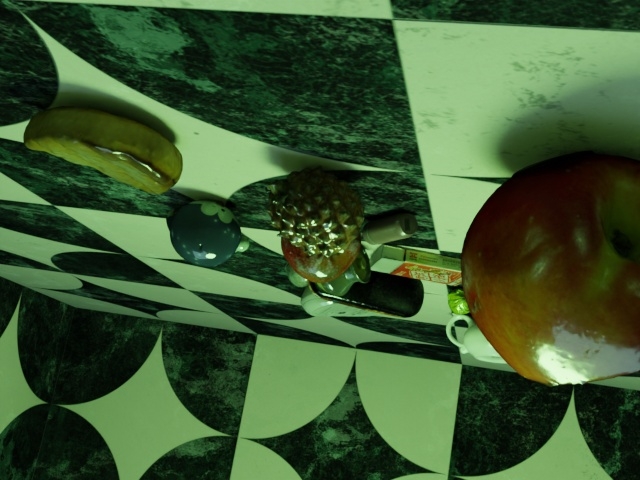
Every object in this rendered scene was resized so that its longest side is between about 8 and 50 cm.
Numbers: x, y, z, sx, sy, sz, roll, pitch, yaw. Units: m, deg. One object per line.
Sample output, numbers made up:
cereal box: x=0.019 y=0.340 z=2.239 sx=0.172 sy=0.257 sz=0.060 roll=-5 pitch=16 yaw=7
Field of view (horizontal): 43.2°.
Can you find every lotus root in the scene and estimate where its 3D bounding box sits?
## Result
lotus root: x=-0.050 y=0.081 z=2.139 sx=0.088 sy=0.088 sz=0.165 roll=14 pitch=167 yaw=-15

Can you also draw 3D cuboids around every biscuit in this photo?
biscuit: x=-0.354 y=-0.161 z=1.402 sx=0.213 sy=0.091 sz=0.274 roll=1 pitch=162 yaw=42

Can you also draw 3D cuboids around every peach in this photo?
peach: x=0.381 y=0.028 z=1.189 sx=0.335 sy=0.310 sz=0.406 roll=-26 pitch=-177 yaw=-10

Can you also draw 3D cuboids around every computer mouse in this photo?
computer mouse: x=0.087 y=0.138 z=2.208 sx=0.296 sy=0.121 sz=0.184 roll=-2 pitch=158 yaw=-22

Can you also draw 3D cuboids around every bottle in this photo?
bottle: x=0.141 y=-0.023 z=1.669 sx=0.053 sy=0.053 sz=0.140 roll=18 pitch=163 yaw=-27

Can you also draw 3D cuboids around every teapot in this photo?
teapot: x=0.044 y=0.053 z=1.937 sx=0.119 sy=0.130 sz=0.166 roll=-14 pitch=124 yaw=27
teapot: x=0.536 y=0.301 z=2.502 sx=0.298 sy=0.139 sz=0.204 roll=4 pitch=167 yaw=14

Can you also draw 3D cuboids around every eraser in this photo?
eraser: x=0.243 y=0.062 z=1.966 sx=0.230 sy=0.038 sz=0.157 roll=11 pitch=166 yaw=-6

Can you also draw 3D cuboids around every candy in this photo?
candy: x=0.401 y=0.170 z=2.124 sx=0.077 sy=0.073 sz=0.262 roll=-4 pitch=-177 yaw=-9

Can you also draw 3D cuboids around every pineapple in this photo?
pineapple: x=-0.022 y=-0.060 z=1.454 sx=0.193 sy=0.166 sz=0.166 roll=31 pitch=156 yaw=-34

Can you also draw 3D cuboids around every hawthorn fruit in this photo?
hawthorn fruit: x=0.000 y=0.000 z=1.646 sx=0.173 sy=0.173 sz=0.173 roll=9 pitch=166 yaw=2

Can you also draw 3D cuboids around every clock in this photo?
clock: x=-0.258 y=-0.012 z=1.828 sx=0.199 sy=0.146 sz=0.243 roll=17 pitch=172 yaw=-8

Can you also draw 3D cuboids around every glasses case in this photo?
glasses case: x=0.119 y=0.115 z=2.080 sx=0.321 sy=0.122 sz=0.082 roll=15 pitch=165 yaw=-19
